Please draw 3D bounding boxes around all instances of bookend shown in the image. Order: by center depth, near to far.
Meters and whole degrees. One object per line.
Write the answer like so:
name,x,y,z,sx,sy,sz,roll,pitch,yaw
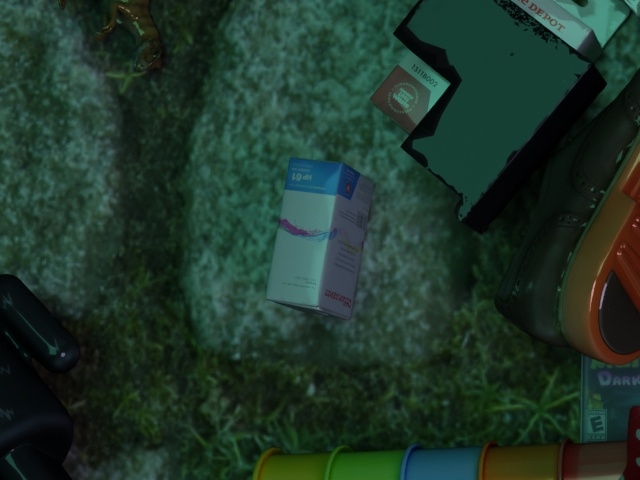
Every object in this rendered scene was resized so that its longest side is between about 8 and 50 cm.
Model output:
bookend,0.112,-0.116,1.258,0.156,0.072,0.157,41,96,20

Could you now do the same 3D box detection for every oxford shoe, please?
oxford shoe,0.248,-0.083,1.246,0.132,0.130,0.364,14,68,49

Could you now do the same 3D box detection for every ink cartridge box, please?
ink cartridge box,0.150,-0.153,1.326,0.115,0.067,0.198,40,94,20
ink cartridge box,0.000,0.000,1.341,0.052,0.088,0.122,6,83,20

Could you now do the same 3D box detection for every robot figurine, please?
robot figurine,-0.327,0.149,1.383,0.278,0.209,0.173,47,137,20

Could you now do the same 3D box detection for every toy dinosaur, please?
toy dinosaur,-0.188,-0.253,1.479,0.112,0.064,0.212,-8,87,0

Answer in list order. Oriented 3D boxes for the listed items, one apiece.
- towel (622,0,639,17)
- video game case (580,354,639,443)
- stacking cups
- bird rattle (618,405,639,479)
towel,0.293,-0.392,1.327,0.332,0.053,0.317,-41,70,9
video game case,0.291,0.088,1.236,0.190,0.022,0.173,-4,79,33
stacking cups,0.107,0.205,1.260,0.316,0.096,0.096,-4,79,20
bird rattle,0.321,0.212,1.111,0.253,0.143,0.207,-17,109,8
